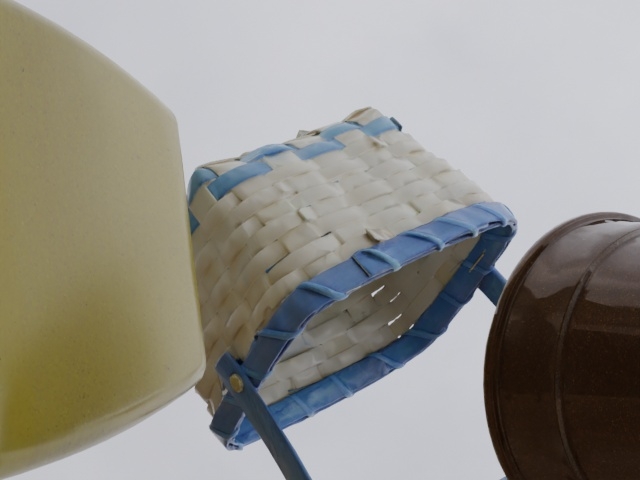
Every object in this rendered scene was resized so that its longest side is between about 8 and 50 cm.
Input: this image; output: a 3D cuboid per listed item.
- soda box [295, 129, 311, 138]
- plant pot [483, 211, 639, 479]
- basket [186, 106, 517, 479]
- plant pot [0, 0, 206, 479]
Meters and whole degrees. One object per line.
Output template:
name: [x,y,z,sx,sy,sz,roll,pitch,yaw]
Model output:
soda box: [0.000,0.000,1.330,0.058,0.061,0.181,10,-48,9]
plant pot: [0.192,0.065,0.749,0.165,0.167,0.167,-4,-68,54]
basket: [0.041,0.063,1.110,0.289,0.255,0.201,51,-42,25]
plant pot: [-0.173,0.011,0.764,0.212,0.187,0.212,-12,-99,33]
